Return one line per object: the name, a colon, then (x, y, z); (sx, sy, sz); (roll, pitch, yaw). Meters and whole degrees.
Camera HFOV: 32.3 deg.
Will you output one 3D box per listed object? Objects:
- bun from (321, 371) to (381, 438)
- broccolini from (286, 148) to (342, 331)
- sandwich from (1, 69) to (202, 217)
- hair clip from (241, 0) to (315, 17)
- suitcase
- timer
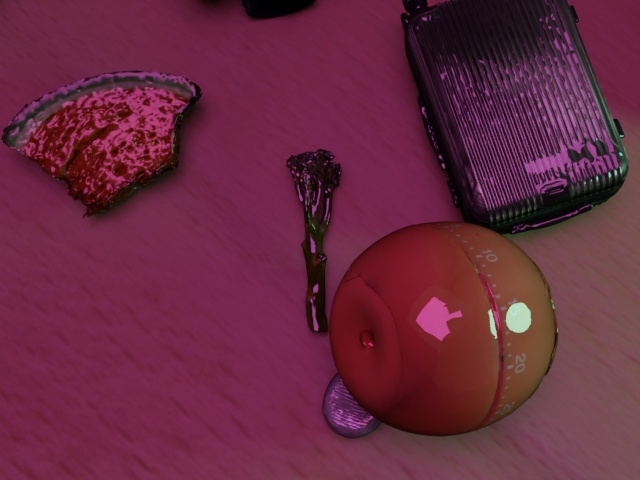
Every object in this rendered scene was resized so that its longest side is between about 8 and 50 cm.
bun: (0.040, 0.185, 1.262); (0.083, 0.045, 0.083); (-1, 74, 2)
broccolini: (-0.002, 0.000, 1.315); (0.067, 0.058, 0.216); (-4, 87, 5)
sandwich: (-0.249, -0.131, 1.343); (0.235, 0.079, 0.159); (-32, 87, 0)
hair clip: (-0.081, -0.403, 1.338); (0.310, 0.194, 0.206); (-17, 70, 1)
suitcase: (0.218, -0.166, 1.288); (0.202, 0.128, 0.312); (-17, 77, 0)
timer: (0.131, 0.093, 1.178); (0.214, 0.229, 0.230); (-5, 74, -32)
